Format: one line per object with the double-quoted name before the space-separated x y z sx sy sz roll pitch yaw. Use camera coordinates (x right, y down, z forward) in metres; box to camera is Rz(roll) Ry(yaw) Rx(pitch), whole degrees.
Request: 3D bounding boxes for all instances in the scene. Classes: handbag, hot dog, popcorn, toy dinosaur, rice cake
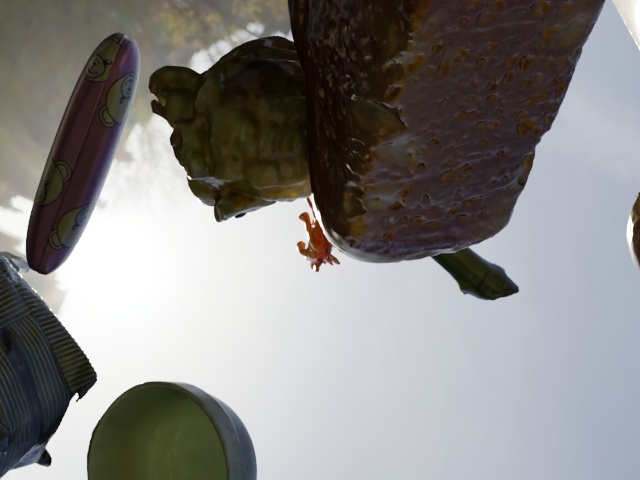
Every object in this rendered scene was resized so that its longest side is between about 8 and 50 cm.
"handbag" -0.474 0.213 1.553 0.247 0.240 0.341 -38 167 -49
"hot dog" 0.083 -0.168 0.928 0.405 0.185 0.223 103 -28 -54
"popcorn" -0.062 -0.111 1.128 0.189 0.170 0.218 -18 -158 -6
"toy dinosaur" 0.000 0.000 2.359 0.117 0.070 0.288 56 -19 27
"rice cake" -0.552 0.048 1.908 0.063 0.066 0.336 -51 -175 -5

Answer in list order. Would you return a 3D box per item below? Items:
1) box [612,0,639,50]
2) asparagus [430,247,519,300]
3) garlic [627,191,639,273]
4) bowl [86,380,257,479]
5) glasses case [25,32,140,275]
"box" 0.452 -0.435 1.657 0.084 0.193 0.302 -22 -120 6
"asparagus" 0.247 0.012 2.261 0.082 0.343 0.085 -56 -175 -38
"garlic" 0.445 0.003 1.311 0.115 0.206 0.128 -96 -163 -68
"bowl" -0.224 0.385 1.863 0.307 0.163 0.307 -5 -98 36
"glasses case" -0.295 -0.105 1.397 0.123 0.075 0.316 -98 -150 -71
